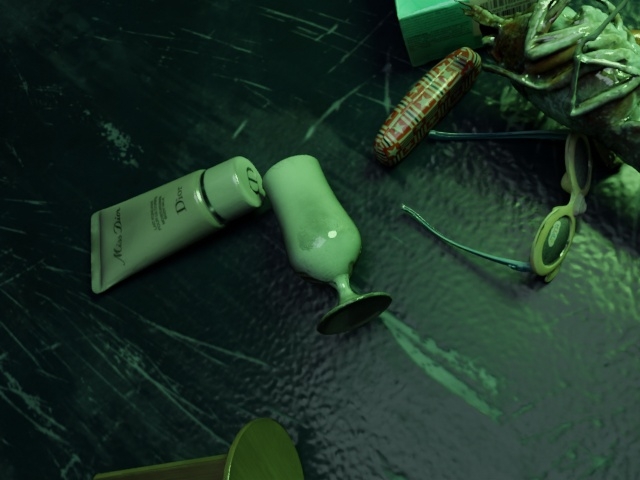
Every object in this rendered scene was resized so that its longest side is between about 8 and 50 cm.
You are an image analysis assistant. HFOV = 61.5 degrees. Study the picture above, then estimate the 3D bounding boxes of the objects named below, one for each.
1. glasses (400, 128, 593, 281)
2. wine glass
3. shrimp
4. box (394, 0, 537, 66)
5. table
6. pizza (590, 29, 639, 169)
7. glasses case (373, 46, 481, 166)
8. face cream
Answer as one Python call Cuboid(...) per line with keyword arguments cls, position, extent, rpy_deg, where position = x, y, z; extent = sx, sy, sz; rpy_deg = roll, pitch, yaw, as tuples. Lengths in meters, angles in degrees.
Cuboid(cls="glasses", position=(0.215, -0.070, 0.670), extent=(0.220, 0.088, 0.190), rpy_deg=(18, 79, 22))
Cuboid(cls="wine glass", position=(0.000, 0.000, 0.712), extent=(0.103, 0.103, 0.231), rpy_deg=(-29, 63, 7))
Cuboid(cls="shrimp", position=(0.316, -0.175, 0.575), extent=(0.411, 0.221, 0.166), rpy_deg=(54, 127, 17))
Cuboid(cls="box", position=(0.199, -0.432, 0.776), extent=(0.204, 0.118, 0.312), rpy_deg=(-9, 70, 16))
Cuboid(cls="table", position=(-0.153, 0.314, 0.641), extent=(0.226, 0.167, 0.167), rpy_deg=(-17, 68, 22))
Cuboid(cls="pizza", position=(0.379, -0.184, 0.675), extent=(0.184, 0.052, 0.195), rpy_deg=(9, 74, 23))
Cuboid(cls="glasses case", position=(0.142, -0.188, 0.740), extent=(0.049, 0.073, 0.194), rpy_deg=(43, 89, 19))
Cuboid(cls="face cream", position=(-0.231, -0.031, 0.816), extent=(0.314, 0.089, 0.143), rpy_deg=(-22, 66, 22))
